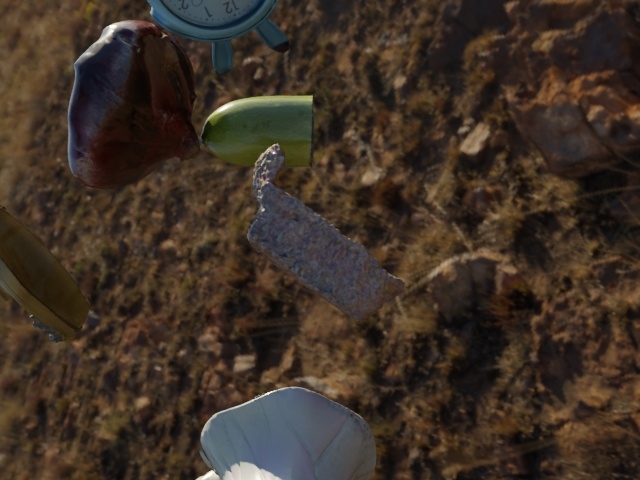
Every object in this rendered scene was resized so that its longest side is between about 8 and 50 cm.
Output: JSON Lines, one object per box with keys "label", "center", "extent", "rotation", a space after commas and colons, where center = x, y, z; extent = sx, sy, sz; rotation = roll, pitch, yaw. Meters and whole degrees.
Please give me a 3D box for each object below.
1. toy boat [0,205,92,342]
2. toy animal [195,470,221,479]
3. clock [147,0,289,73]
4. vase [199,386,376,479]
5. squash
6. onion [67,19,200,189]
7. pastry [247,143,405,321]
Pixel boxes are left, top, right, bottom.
{"label": "toy boat", "center": [-0.318, 0.032, 0.898], "extent": [0.072, 0.206, 0.064], "rotation": [-5, 43, 31]}
{"label": "toy animal", "center": [-0.118, 0.444, 1.190], "extent": [0.204, 0.208, 0.156], "rotation": [-41, 21, -24]}
{"label": "clock", "center": [-0.074, -0.185, 0.586], "extent": [0.108, 0.147, 0.045], "rotation": [-24, 25, 0]}
{"label": "vase", "center": [-0.041, 0.347, 0.746], "extent": [0.250, 0.250, 0.445], "rotation": [-45, 24, 31]}
{"label": "squash", "center": [-0.097, -0.168, 1.352], "extent": [0.123, 0.186, 0.123], "rotation": [176, 90, -85]}
{"label": "onion", "center": [-0.265, -0.191, 1.282], "extent": [0.272, 0.195, 0.272], "rotation": [22, -90, -87]}
{"label": "pastry", "center": [-0.011, 0.007, 1.121], "extent": [0.112, 0.265, 0.103], "rotation": [-44, 4, -11]}
